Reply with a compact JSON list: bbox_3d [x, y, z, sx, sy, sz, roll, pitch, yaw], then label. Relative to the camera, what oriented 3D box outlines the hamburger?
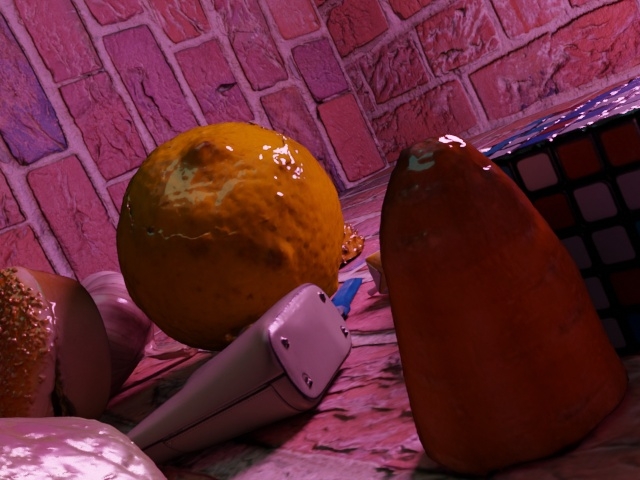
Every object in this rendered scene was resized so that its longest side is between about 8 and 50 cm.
[{"bbox_3d":[-0.445,0.183,1.233,0.170,0.302,0.302,-5,-10,-46],"label":"hamburger"}]

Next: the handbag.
[{"bbox_3d":[-0.128,0.170,0.942,0.315,0.109,0.241,-27,5,23],"label":"handbag"}]

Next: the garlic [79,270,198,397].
[{"bbox_3d":[-0.339,0.179,1.462,0.253,0.245,0.245,11,1,-10],"label":"garlic"}]

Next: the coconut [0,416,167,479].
[{"bbox_3d":[-0.190,0.203,0.470,0.204,0.236,0.236,-66,-5,16],"label":"coconut"}]

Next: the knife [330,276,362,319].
[{"bbox_3d":[0.036,0.094,1.274,0.044,0.026,0.296,-21,4,14],"label":"knife"}]

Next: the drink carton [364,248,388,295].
[{"bbox_3d":[0.125,0.034,1.188,0.084,0.074,0.200,-30,9,-39],"label":"drink carton"}]

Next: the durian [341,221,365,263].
[{"bbox_3d":[0.001,0.001,1.771,0.191,0.112,0.341,-25,4,18],"label":"durian"}]

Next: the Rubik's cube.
[{"bbox_3d":[0.247,-0.023,0.680,0.184,0.187,0.182,-23,7,46],"label":"Rubik's cube"}]

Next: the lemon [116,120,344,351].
[{"bbox_3d":[-0.130,0.007,1.253,0.350,0.387,0.349,-6,47,6],"label":"lemon"}]

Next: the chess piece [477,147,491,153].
[{"bbox_3d":[0.195,-0.025,0.987,0.176,0.175,0.298,-25,5,4],"label":"chess piece"}]

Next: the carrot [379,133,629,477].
[{"bbox_3d":[0.104,0.036,0.576,0.159,0.225,0.159,-25,16,8],"label":"carrot"}]

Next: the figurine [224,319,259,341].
[{"bbox_3d":[-0.049,0.136,1.092,0.143,0.068,0.101,-4,23,25],"label":"figurine"}]
